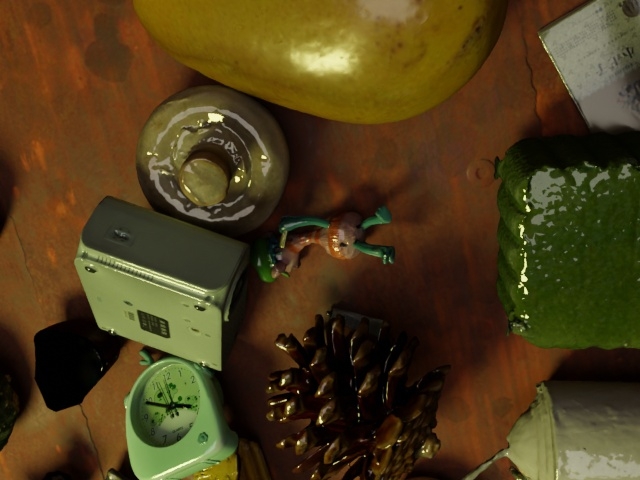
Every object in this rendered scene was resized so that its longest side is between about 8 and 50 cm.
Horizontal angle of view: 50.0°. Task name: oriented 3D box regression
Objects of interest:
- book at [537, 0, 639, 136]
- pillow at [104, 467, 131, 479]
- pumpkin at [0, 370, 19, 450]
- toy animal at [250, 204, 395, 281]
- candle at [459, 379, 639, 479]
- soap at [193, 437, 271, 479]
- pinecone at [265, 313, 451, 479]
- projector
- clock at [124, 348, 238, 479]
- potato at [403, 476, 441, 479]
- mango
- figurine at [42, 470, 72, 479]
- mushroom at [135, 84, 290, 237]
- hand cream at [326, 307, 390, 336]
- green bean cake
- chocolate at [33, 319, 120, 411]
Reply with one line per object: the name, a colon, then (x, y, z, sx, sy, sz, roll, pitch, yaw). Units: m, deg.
book: (0.383, -0.214, 0.872, 0.138, 0.016, 0.199, -29, 99, 15)
pillow: (-0.297, 0.503, 1.153, 0.208, 0.052, 0.212, 28, 111, -1)
pumpkin: (-0.576, 0.273, 1.085, 0.190, 0.146, 0.190, 0, 128, 0)
toy animal: (0.000, 0.000, 0.946, 0.208, 0.100, 0.103, -6, 143, 23)
candle: (0.353, 0.282, 0.925, 0.330, 0.187, 0.188, -1, 105, 10)
soap: (-0.119, 0.424, 1.050, 0.080, 0.160, 0.258, -16, 101, 14)
pinecone: (0.044, 0.214, 0.933, 0.264, 0.264, 0.264, 2, 105, 8)
projector: (-0.206, 0.070, 0.931, 0.198, 0.108, 0.250, 19, 147, 2)
clock: (-0.216, 0.244, 1.033, 0.159, 0.066, 0.211, -25, 61, 15)
potato: (0.156, 0.420, 1.038, 0.147, 0.112, 0.112, 22, 107, -5)
mango: (-0.008, -0.295, 0.805, 0.445, 0.232, 0.300, 9, 111, 14)
figurine: (-0.534, 0.547, 1.127, 0.206, 0.218, 0.365, 16, 101, 6)
mushroom: (-0.142, -0.093, 0.884, 0.207, 0.215, 0.207, 0, 106, -1)
hand cream: (0.054, 0.119, 1.017, 0.093, 0.019, 0.030, 17, 105, -3)
green bean cake: (0.349, -0.001, 0.858, 0.246, 0.156, 0.250, -2, 113, 6)
chocolate: (-0.381, 0.183, 1.068, 0.125, 0.080, 0.149, 43, 114, 8)
